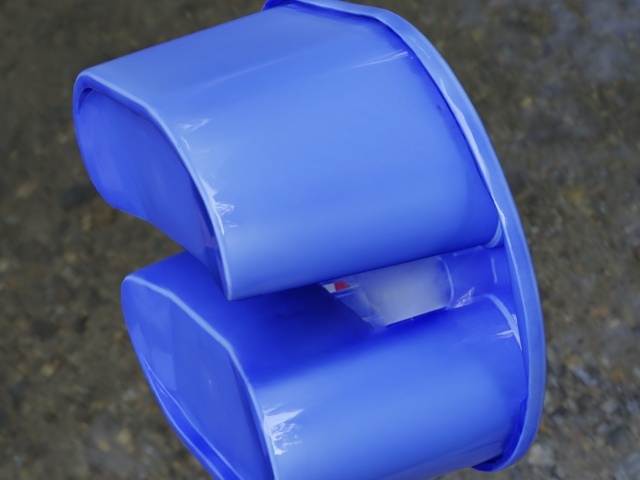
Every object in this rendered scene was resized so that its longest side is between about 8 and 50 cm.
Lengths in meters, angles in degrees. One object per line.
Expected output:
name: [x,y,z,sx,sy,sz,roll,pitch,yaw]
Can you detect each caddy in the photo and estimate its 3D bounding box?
caddy: [0.000,0.000,0.855,0.179,0.241,0.341,-19,19,-17]
